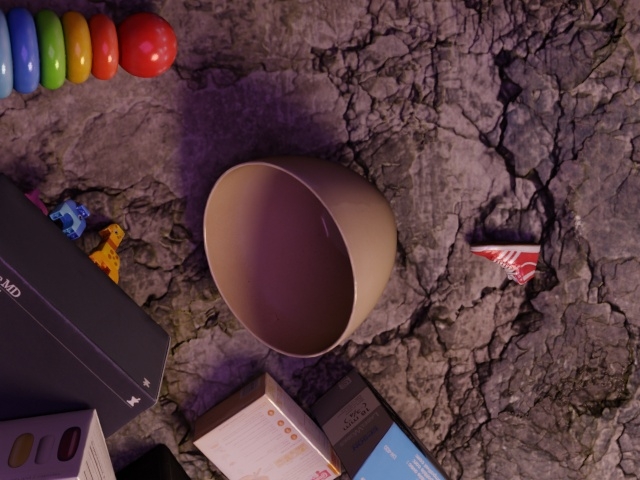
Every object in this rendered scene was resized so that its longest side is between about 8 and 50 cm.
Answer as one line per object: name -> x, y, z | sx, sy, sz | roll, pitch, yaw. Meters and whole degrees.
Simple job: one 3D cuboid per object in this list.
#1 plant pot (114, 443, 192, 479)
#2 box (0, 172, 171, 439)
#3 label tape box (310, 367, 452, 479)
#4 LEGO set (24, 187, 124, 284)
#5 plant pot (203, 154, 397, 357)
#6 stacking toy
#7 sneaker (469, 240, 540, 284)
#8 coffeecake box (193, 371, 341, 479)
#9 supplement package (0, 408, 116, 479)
plant pot -> -0.252, 0.455, 1.800 | 0.188, 0.167, 0.187 | -34, 110, -4
box -> -0.435, 0.148, 1.625 | 0.312, 0.179, 0.343 | -36, 111, 17
label tape box -> 0.126, 0.357, 1.775 | 0.106, 0.333, 0.240 | -41, 110, 0
LEGO set -> -0.336, 0.001, 1.707 | 0.087, 0.093, 0.227 | -21, 117, 26
plant pot -> 0.000, 0.000, 1.708 | 0.191, 0.284, 0.284 | -25, 114, -43
stacking toy -> -0.355, -0.259, 1.606 | 0.330, 0.141, 0.141 | -7, 106, -16
sneaker -> 0.287, 0.035, 1.883 | 0.118, 0.042, 0.067 | 2, 101, -16
coffeecake box -> -0.080, 0.315, 1.837 | 0.142, 0.068, 0.185 | -35, 111, 15
supplement package -> -0.401, 0.353, 1.547 | 0.262, 0.145, 0.204 | -9, 117, 3
